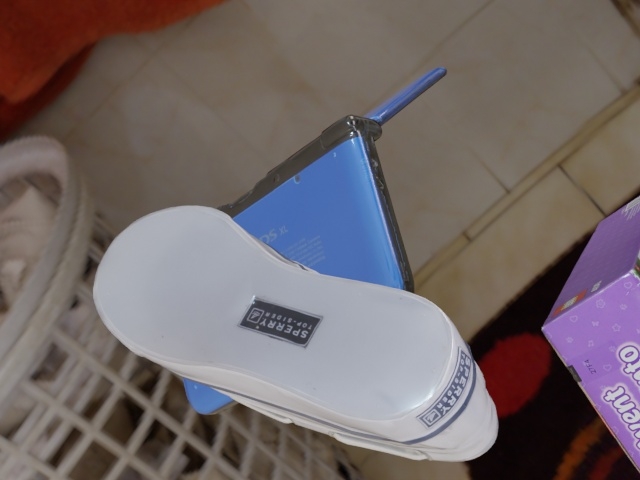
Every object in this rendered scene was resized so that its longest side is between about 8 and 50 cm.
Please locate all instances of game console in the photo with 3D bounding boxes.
[{"bbox_3d":[0.000,0.000,1.108,0.293,0.173,0.250,-32,65,41],"label":"game console"}]

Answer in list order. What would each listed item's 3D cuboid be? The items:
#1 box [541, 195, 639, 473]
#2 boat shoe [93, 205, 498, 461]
[{"bbox_3d":[0.224,0.082,0.686,0.057,0.201,0.293,-36,-2,21],"label":"box"},{"bbox_3d":[-0.022,0.056,0.632,0.258,0.084,0.095,24,72,43],"label":"boat shoe"}]
